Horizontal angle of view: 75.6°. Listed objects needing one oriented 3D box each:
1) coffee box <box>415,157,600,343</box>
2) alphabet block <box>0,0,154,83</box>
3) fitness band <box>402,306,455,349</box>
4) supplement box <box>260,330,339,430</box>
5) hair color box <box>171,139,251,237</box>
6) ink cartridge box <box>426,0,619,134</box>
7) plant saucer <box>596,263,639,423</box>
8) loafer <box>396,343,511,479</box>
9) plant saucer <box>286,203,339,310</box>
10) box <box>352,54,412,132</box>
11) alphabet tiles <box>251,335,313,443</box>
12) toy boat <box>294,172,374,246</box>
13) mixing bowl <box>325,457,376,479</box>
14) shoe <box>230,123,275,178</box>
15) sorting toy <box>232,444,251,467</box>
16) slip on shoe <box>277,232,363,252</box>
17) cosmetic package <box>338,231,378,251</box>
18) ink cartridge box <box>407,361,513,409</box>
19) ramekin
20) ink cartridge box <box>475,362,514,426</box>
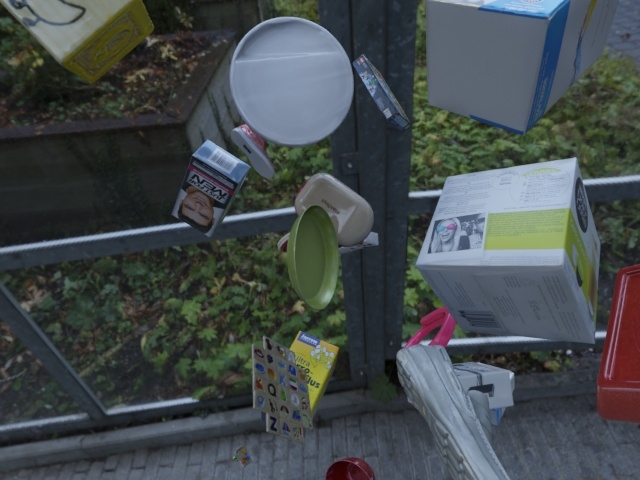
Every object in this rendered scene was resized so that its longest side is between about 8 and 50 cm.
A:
[{"bbox_3d":[0.517,0.032,1.104,0.338,0.338,0.334,-4,48,42],"label":"coffee box"},{"bbox_3d":[-0.466,-0.450,0.779,0.192,0.197,0.193,-43,17,-1],"label":"alphabet block"},{"bbox_3d":[0.379,0.343,1.453,0.054,0.291,0.209,36,55,2],"label":"fitness band"},{"bbox_3d":[-0.081,0.599,1.723,0.194,0.195,0.356,21,50,12],"label":"supplement box"},{"bbox_3d":[-0.428,-0.187,1.589,0.185,0.374,0.114,32,48,-9],"label":"hair color box"},{"bbox_3d":[0.293,-0.307,0.602,0.232,0.168,0.171,-42,53,-19],"label":"ink cartridge box"},{"bbox_3d":[0.484,0.109,0.535,0.047,0.258,0.259,32,66,-8],"label":"plant saucer"},{"bbox_3d":[0.228,0.284,0.667,0.111,0.112,0.319,-15,34,-7],"label":"loafer"},{"bbox_3d":[-0.018,0.038,0.949,0.037,0.241,0.241,-4,39,24],"label":"plant saucer"},{"bbox_3d":[0.204,-0.475,1.348,0.044,0.159,0.233,-33,75,25],"label":"box"},{"bbox_3d":[-0.131,0.504,1.416,0.011,0.285,0.343,-34,40,21],"label":"alphabet tiles"},{"bbox_3d":[0.044,-0.082,1.186,0.231,0.151,0.151,38,94,6],"label":"toy boat"},{"bbox_3d":[0.119,0.813,1.399,0.181,0.181,0.098,18,11,27],"label":"mixing bowl"},{"bbox_3d":[-0.181,-0.272,1.227,0.081,0.178,0.063,-46,10,-38],"label":"shoe"},{"bbox_3d":[-0.269,0.743,1.411,0.012,0.083,0.062,-37,75,13],"label":"sorting toy"},{"bbox_3d":[0.000,0.000,1.450,0.331,0.123,0.101,-12,75,17],"label":"slip on shoe"},{"bbox_3d":[0.138,0.012,1.875,0.239,0.099,0.060,-16,68,43],"label":"cosmetic package"},{"bbox_3d":[0.446,0.477,1.343,0.272,0.197,0.114,0,82,-16],"label":"ink cartridge box"},{"bbox_3d":[-0.068,-0.340,0.933,0.272,0.273,0.127,-17,5,-10],"label":"ramekin"},{"bbox_3d":[0.622,0.569,1.548,0.148,0.086,0.203,7,30,41],"label":"ink cartridge box"}]
